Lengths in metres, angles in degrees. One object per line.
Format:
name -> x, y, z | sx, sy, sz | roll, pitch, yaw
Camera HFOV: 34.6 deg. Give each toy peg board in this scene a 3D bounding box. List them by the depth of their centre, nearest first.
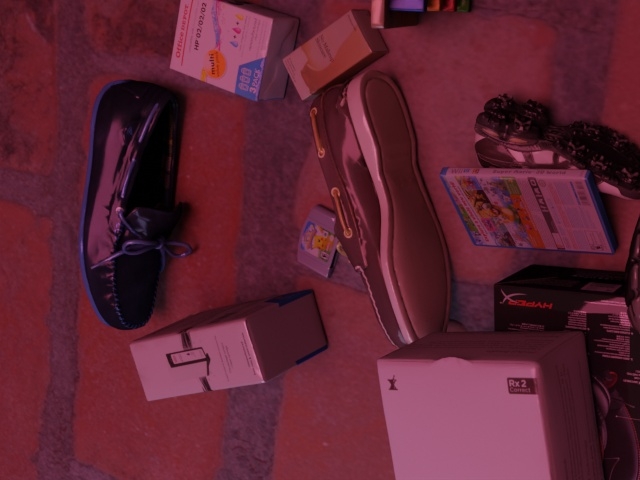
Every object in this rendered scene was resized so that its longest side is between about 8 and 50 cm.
toy peg board -> 0.112, -0.304, 1.070 | 0.079, 0.160, 0.161 | 5, 104, 17

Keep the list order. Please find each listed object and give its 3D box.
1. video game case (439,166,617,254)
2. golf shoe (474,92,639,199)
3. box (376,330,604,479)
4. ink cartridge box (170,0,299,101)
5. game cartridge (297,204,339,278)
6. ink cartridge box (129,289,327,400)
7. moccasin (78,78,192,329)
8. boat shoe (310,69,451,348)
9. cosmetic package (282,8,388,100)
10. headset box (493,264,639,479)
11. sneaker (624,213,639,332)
video game case -> 0.220, -0.032, 1.090 | 0.166, 0.015, 0.119 | 4, 142, 36
golf shoe -> 0.253, -0.080, 1.082 | 0.198, 0.077, 0.094 | 29, 137, 24
box -> 0.171, 0.190, 1.024 | 0.181, 0.119, 0.182 | -4, 98, 38
ink cartridge box -> -0.124, -0.251, 1.287 | 0.181, 0.061, 0.104 | 24, 112, 28
game cartridge -> 0.000, 0.000, 1.290 | 0.056, 0.017, 0.083 | 29, 115, 29
ink cartridge box -> -0.118, 0.134, 1.317 | 0.203, 0.148, 0.086 | -15, 94, 36
moccasin -> -0.248, -0.040, 1.373 | 0.116, 0.137, 0.342 | 8, 106, 27
boat shoe -> 0.065, -0.027, 1.184 | 0.096, 0.116, 0.324 | -15, 88, 39
cosmetic package -> 0.017, -0.219, 1.214 | 0.115, 0.041, 0.060 | -31, 82, 34
headset box -> 0.301, 0.184, 1.074 | 0.218, 0.110, 0.293 | 4, 102, 33
sneaker -> 0.351, -0.036, 0.952 | 0.106, 0.101, 0.267 | 14, 76, 14
